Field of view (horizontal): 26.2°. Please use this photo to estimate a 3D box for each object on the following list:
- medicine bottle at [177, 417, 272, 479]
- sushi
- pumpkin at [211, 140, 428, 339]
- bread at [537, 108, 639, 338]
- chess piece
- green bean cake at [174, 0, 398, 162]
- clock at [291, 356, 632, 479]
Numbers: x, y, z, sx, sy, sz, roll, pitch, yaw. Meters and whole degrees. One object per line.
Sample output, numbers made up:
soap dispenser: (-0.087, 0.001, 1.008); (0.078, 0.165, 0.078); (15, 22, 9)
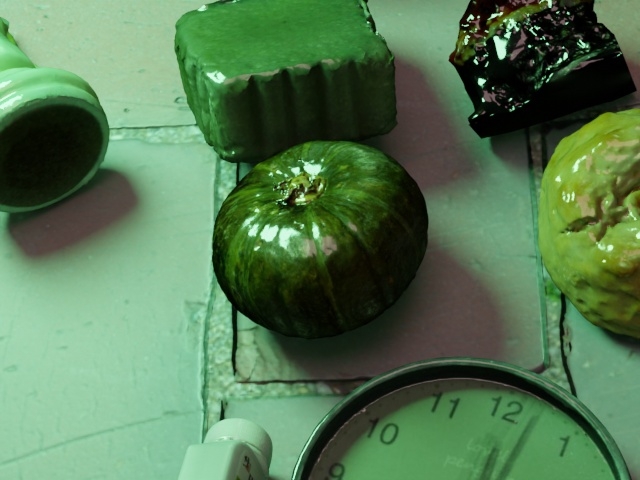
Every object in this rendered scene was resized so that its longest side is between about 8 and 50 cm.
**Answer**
medicine bottle: (-0.087, 0.239, 1.208); (0.069, 0.119, 0.183); (-9, 30, 12)
sushi: (0.224, -0.212, 1.479); (0.172, 0.153, 0.150); (-23, 74, 14)
pumpkin: (0.000, 0.000, 1.352); (0.223, 0.157, 0.224); (-12, 42, 11)
bread: (0.322, -0.032, 1.344); (0.244, 0.134, 0.244); (-4, 62, 8)
chess piece: (-0.365, -0.182, 1.509); (0.175, 0.176, 0.298); (-29, 55, -14)
green bean cake: (-0.036, -0.187, 1.482); (0.222, 0.125, 0.227); (-14, 37, -8)
clock: (0.125, 0.249, 1.218); (0.318, 0.066, 0.319); (-3, 54, 4)
